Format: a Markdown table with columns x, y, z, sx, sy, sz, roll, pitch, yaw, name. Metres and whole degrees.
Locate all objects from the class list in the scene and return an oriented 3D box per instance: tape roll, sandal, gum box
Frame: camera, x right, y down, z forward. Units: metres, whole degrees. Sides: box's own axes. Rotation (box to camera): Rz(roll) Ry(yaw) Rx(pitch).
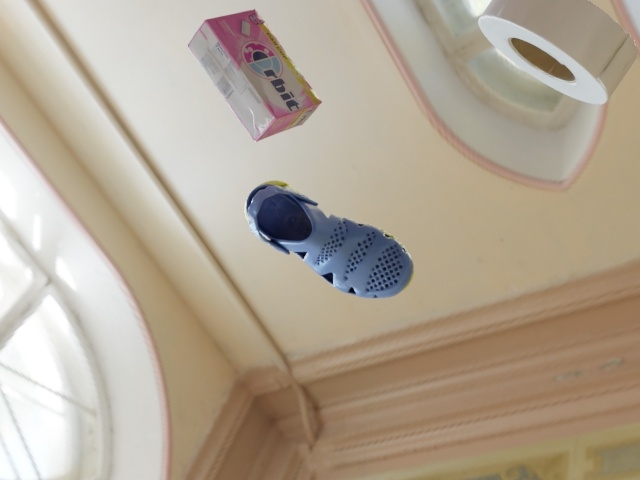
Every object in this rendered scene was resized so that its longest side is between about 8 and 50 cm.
| x | y | z | sx | sy | sz | roll | pitch | yaw | name |
| --- | --- | --- | --- | --- | --- | --- | --- | --- | --- |
| 0.436 | -0.369 | 1.641 | 0.100 | 0.286 | 0.286 | -55 | -158 | 3 | tape roll |
| 0.000 | 0.000 | 1.432 | 0.126 | 0.317 | 0.138 | -66 | 167 | 2 | sandal |
| -0.098 | -0.246 | 1.296 | 0.107 | 0.188 | 0.062 | -28 | 171 | -46 | gum box |
